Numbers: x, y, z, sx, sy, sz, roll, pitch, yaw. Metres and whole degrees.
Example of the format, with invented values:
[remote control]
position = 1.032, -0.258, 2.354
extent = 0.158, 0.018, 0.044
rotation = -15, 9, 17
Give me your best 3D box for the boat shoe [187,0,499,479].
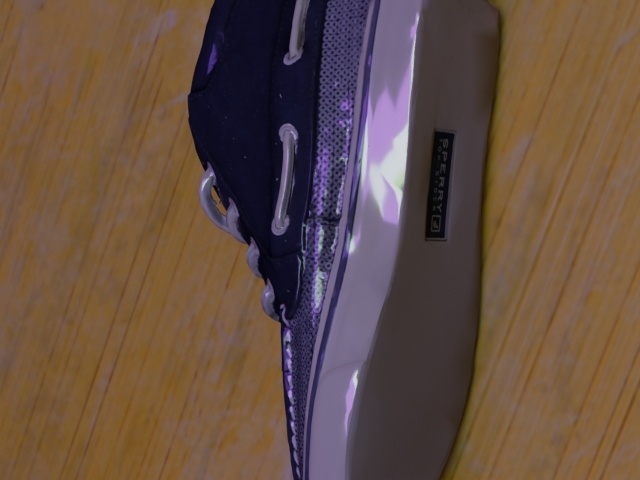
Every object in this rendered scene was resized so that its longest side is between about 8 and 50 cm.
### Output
[boat shoe]
position = 0.000, 0.000, 1.027
extent = 0.158, 0.127, 0.340
rotation = 7, 87, 35
